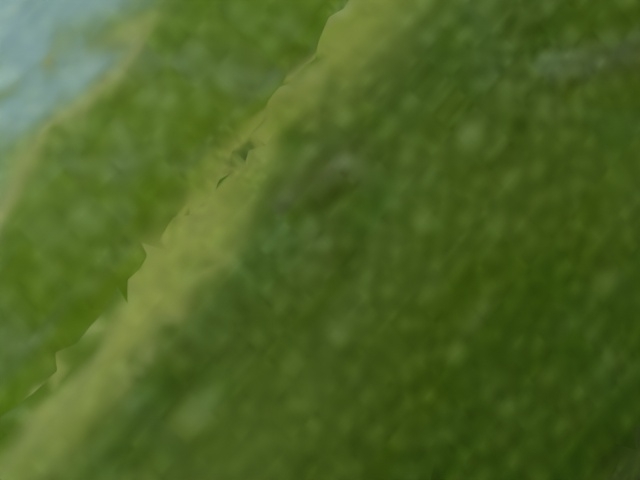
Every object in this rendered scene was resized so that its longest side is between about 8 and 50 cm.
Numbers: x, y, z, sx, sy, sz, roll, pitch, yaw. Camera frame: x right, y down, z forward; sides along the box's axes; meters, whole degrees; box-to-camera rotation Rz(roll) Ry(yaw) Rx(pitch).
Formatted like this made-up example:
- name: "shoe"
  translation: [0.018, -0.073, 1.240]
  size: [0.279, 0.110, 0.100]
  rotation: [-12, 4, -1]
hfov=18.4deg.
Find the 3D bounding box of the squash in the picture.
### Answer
- name: "squash"
  translation: [0.000, 0.000, 0.483]
  size: [0.384, 0.263, 0.263]
  rotation: [-49, -9, -14]
